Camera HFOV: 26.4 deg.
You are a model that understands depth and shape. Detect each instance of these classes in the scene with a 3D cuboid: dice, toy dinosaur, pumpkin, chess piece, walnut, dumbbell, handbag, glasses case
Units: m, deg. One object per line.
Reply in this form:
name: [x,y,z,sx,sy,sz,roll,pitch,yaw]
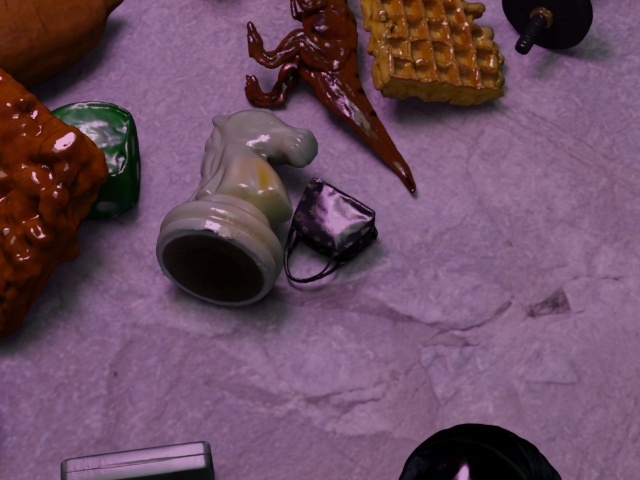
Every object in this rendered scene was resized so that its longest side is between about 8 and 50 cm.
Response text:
dice: [-0.321,-0.110,1.907,0.128,0.120,0.131,-4,56,-1]
toy dinosaur: [-0.009,-0.248,2.003,0.208,0.097,0.432,-11,79,-5]
pumpkin: [0.171,0.345,1.591,0.248,0.248,0.248,0,58,0]
chess piece: [-0.104,-0.071,1.868,0.175,0.176,0.298,12,52,7]
walnut: [-0.443,-0.322,1.997,0.336,0.209,0.209,-19,60,-23]
dumbbell: [0.375,-0.399,2.072,0.143,0.143,0.325,27,62,15]
handbag: [0.000,0.000,1.878,0.115,0.072,0.139,32,77,19]
glasses case: [-0.224,0.290,1.684,0.184,0.078,0.039,-7,58,-5]

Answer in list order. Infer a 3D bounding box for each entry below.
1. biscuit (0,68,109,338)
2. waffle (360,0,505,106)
biscuit: [-0.453,-0.062,1.814,0.312,0.110,0.318,37,105,21]
waffle: [0.168,-0.306,2.022,0.229,0.057,0.219,3,62,-27]
